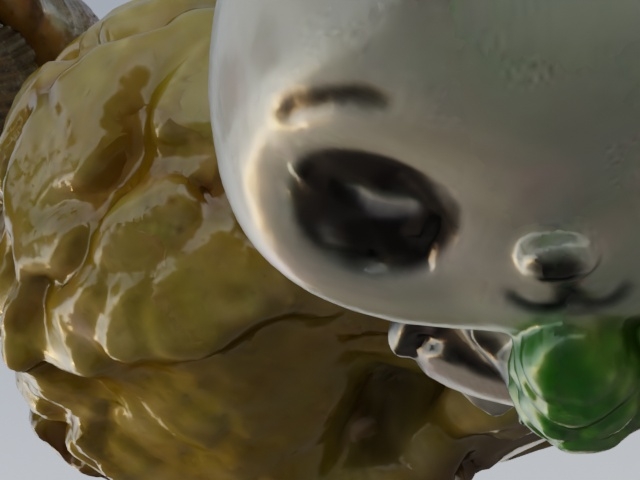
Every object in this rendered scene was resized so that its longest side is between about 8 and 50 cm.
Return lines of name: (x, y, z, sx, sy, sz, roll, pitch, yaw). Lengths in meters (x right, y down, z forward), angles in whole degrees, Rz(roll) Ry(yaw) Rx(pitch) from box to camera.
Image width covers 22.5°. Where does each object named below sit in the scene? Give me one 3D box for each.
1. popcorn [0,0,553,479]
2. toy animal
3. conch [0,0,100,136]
popcorn: (-0.016, -0.009, 0.971, 0.344, 0.354, 0.390, -10, -36, 45)
toy animal: (0.080, -0.038, 0.516, 0.212, 0.212, 0.267, -32, -18, 9)
conch: (-0.217, -0.127, 1.129, 0.163, 0.178, 0.245, -54, -22, -15)
